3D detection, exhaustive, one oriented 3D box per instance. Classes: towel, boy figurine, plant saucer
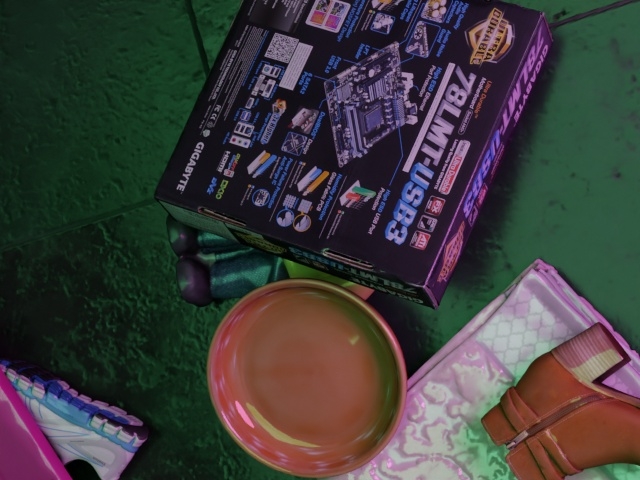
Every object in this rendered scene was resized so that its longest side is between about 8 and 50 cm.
[{"bbox_3d":[0.214,0.238,1.829,0.332,0.053,0.317,45,100,10],"label":"towel"},{"bbox_3d":[0.000,0.000,1.861,0.285,0.092,0.177,-10,85,15],"label":"boy figurine"},{"bbox_3d":[-0.011,0.130,1.830,0.200,0.037,0.200,4,105,16],"label":"plant saucer"}]

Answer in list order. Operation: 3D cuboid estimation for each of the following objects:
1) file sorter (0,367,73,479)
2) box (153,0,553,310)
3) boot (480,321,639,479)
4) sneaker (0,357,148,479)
[{"bbox_3d":[-0.441,0.252,1.885,0.290,0.182,0.202,-38,81,25],"label":"file sorter"},{"bbox_3d":[0.031,-0.116,1.799,0.293,0.073,0.296,18,76,21],"label":"box"},{"bbox_3d":[0.251,0.192,1.754,0.152,0.073,0.197,-40,61,14],"label":"boot"},{"bbox_3d":[-0.275,0.187,1.938,0.190,0.071,0.083,28,102,12],"label":"sneaker"}]
